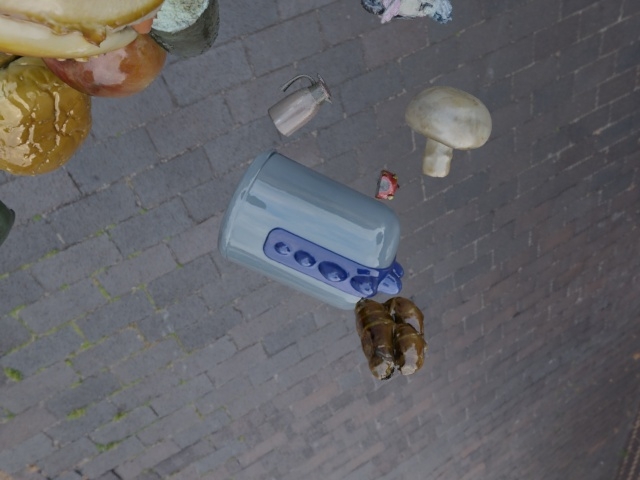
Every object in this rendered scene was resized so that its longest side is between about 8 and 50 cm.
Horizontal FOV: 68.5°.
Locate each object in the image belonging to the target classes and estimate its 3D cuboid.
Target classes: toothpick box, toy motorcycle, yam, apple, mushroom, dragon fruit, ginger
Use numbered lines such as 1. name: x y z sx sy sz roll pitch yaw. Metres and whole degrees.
1. toothpick box: 0.000 0.000 0.921 0.355 0.263 0.263 25 108 1
2. toy motorcycle: 0.239 -0.606 1.180 0.239 0.204 0.108 -46 171 -6
3. yam: -0.241 -0.398 0.791 0.154 0.254 0.154 -1 96 -10
4. apple: -0.449 -0.420 0.972 0.254 0.253 0.253 -15 125 -23
5. mushroom: 0.308 -0.275 1.144 0.206 0.206 0.209 -28 142 -13
6. dragon fruit: 0.185 -0.146 1.281 0.060 0.056 0.083 10 105 -8
7. ginger: 0.108 0.145 0.691 0.103 0.162 0.073 -6 121 -1

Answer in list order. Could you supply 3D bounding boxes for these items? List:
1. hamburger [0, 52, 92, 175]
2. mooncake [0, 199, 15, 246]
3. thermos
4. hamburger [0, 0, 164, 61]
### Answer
1. hamburger: -0.665 -0.283 1.073 0.318 0.158 0.318 -56 171 -13
2. mooncake: -0.642 -0.058 0.852 0.104 0.168 0.175 13 109 4
3. thermos: -0.065 -0.429 1.440 0.193 0.105 0.137 -32 91 18
4. hamburger: -0.212 -0.216 0.313 0.237 0.237 0.147 3 143 -33
